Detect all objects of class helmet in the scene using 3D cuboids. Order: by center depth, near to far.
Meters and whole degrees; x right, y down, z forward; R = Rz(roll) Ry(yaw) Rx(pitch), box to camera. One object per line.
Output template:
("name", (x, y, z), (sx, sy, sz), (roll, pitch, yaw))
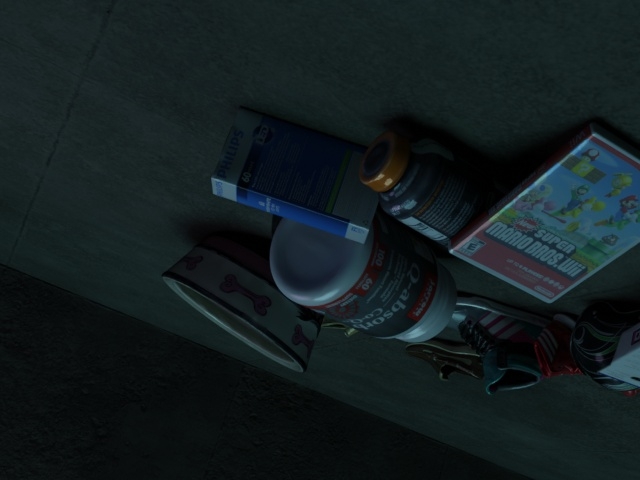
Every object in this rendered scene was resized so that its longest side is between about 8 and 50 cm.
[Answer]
("helmet", (0.574, 0.201, 1.661), (0.169, 0.169, 0.161), (33, 174, -36))

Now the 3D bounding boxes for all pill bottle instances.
("pill bottle", (0.177, -0.069, 1.309), (0.246, 0.130, 0.130), (28, 159, -25))
("pill bottle", (0.093, 0.061, 1.610), (0.210, 0.210, 0.363), (4, 164, 39))

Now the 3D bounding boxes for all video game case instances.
("video game case", (0.346, -0.026, 1.228), (0.204, 0.025, 0.285), (26, 133, -22))

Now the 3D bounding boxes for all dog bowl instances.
("dog bowl", (-0.168, 0.142, 2.095), (0.408, 0.150, 0.408), (31, 167, 8))

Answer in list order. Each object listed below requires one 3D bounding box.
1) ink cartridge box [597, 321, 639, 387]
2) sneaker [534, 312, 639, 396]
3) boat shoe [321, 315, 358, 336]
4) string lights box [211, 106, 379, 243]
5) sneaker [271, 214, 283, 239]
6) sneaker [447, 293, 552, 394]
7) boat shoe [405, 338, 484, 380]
("ink cartridge box", (0.617, 0.177, 1.443), (0.176, 0.069, 0.371), (19, 154, -1))
("sneaker", (0.527, 0.262, 1.785), (0.221, 0.128, 0.087), (42, 161, 22))
("boat shoe", (0.085, 0.220, 2.306), (0.190, 0.072, 0.068), (5, 157, 36))
("string lights box", (-0.030, -0.104, 1.405), (0.260, 0.133, 0.077), (19, 162, 3))
("sneaker", (0.000, 0.000, 1.719), (0.267, 0.106, 0.101), (31, 156, -36))
("sneaker", (0.356, 0.232, 1.875), (0.295, 0.178, 0.124), (14, 147, 13))
("boat shoe", (0.323, 0.316, 2.308), (0.257, 0.095, 0.095), (0, 154, 45))
